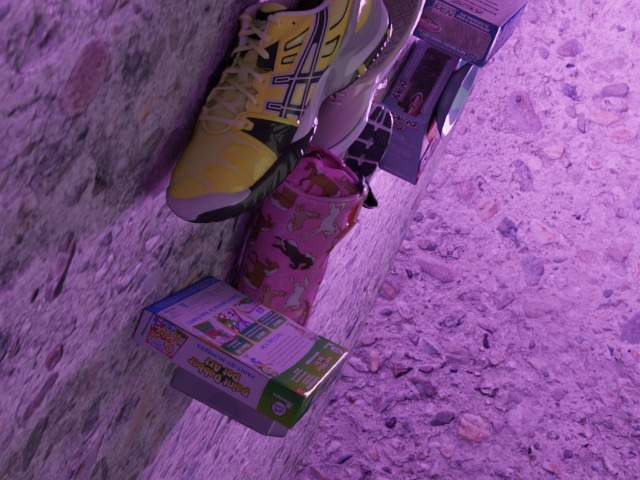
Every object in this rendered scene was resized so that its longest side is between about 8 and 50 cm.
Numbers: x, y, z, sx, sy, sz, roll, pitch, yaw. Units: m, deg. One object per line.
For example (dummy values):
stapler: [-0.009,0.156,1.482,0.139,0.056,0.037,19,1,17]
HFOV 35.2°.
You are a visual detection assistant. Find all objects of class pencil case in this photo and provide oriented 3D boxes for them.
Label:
pencil case: [-0.052,0.032,1.662,0.160,0.167,0.386,-115,-144,-47]

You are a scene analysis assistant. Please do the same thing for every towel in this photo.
towel: [0.087,-0.255,2.012,0.110,0.027,0.148,-43,158,-62]

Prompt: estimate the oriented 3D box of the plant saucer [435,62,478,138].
plant saucer: [0.297,-0.322,2.247,0.195,0.037,0.195,-59,168,-21]

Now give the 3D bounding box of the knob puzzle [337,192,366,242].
knob puzzle: [0.000,0.000,1.939,0.213,0.030,0.213,-30,159,-13]

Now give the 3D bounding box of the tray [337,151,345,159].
tray: [0.022,-0.176,1.767,0.271,0.030,0.145,-65,-166,5]

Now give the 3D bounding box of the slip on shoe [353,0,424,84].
slip on shoe: [0.106,-0.381,1.549,0.101,0.123,0.331,88,25,-78]

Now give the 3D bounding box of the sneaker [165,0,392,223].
sneaker: [-0.069,-0.188,1.171,0.385,0.145,0.147,-57,138,-23]

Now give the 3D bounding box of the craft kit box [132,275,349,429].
craft kit box: [-0.102,0.147,1.416,0.061,0.246,0.250,-67,169,14]

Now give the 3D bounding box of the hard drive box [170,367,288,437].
hard drive box: [-0.134,0.257,1.719,0.089,0.181,0.232,-63,171,-8]

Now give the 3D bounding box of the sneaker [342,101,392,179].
sneaker: [0.057,-0.164,1.937,0.275,0.107,0.110,-61,-175,40]

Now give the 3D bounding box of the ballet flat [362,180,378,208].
ballet flat: [0.114,-0.111,2.452,0.058,0.049,0.173,-65,170,0]

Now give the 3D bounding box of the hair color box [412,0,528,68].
hair color box: [0.344,-0.506,2.276,0.347,0.173,0.105,-46,161,-60]

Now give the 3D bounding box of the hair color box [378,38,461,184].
hair color box: [0.231,-0.296,2.404,0.185,0.113,0.374,-61,169,-15]

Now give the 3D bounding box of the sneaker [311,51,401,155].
sneaker: [0.044,-0.261,1.656,0.091,0.094,0.258,37,78,-56]

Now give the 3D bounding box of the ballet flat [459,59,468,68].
ballet flat: [0.394,-0.595,2.524,0.400,0.139,0.139,-61,171,5]
